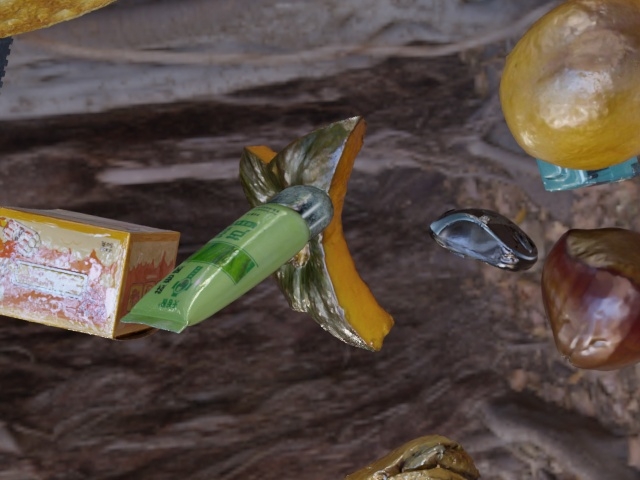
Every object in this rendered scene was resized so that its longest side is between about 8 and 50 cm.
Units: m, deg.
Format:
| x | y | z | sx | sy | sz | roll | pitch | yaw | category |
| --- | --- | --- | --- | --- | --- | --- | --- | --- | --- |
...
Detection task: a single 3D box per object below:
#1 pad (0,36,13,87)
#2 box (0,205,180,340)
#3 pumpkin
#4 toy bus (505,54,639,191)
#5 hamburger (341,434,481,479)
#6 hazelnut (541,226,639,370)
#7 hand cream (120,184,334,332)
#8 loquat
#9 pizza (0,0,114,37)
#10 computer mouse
| x | y | z | sx | sy | sz | roll | pitch | yaw | category |
| --- | --- | --- | --- | --- | --- | --- | --- | --- | --- |
| -0.633 | -0.299 | 1.694 | 0.269 | 0.012 | 0.270 | 20 | -101 | -61 | pad |
| -0.457 | 0.059 | 1.930 | 0.259 | 0.283 | 0.214 | -7 | -73 | -77 | box |
| -0.015 | -0.020 | 1.249 | 0.258 | 0.095 | 0.290 | 22 | 129 | 57 | pumpkin |
| 0.406 | -0.204 | 1.628 | 0.128 | 0.147 | 0.256 | -11 | 96 | 69 | toy bus |
| 0.130 | 0.434 | 1.639 | 0.259 | 0.283 | 0.145 | 57 | -176 | -47 | hamburger |
| 0.425 | 0.092 | 1.454 | 0.229 | 0.229 | 0.229 | 176 | 90 | -83 | hazelnut |
| -0.064 | 0.013 | 0.761 | 0.095 | 0.175 | 0.046 | 4 | 123 | 53 | hand cream |
| 0.331 | -0.193 | 1.229 | 0.238 | 0.238 | 0.193 | 97 | 174 | -57 | loquat |
| -0.381 | -0.338 | 1.347 | 0.268 | 0.258 | 0.087 | -29 | 73 | 38 | pizza |
| 0.335 | -0.012 | 2.053 | 0.137 | 0.233 | 0.096 | -20 | -55 | -55 | computer mouse |
